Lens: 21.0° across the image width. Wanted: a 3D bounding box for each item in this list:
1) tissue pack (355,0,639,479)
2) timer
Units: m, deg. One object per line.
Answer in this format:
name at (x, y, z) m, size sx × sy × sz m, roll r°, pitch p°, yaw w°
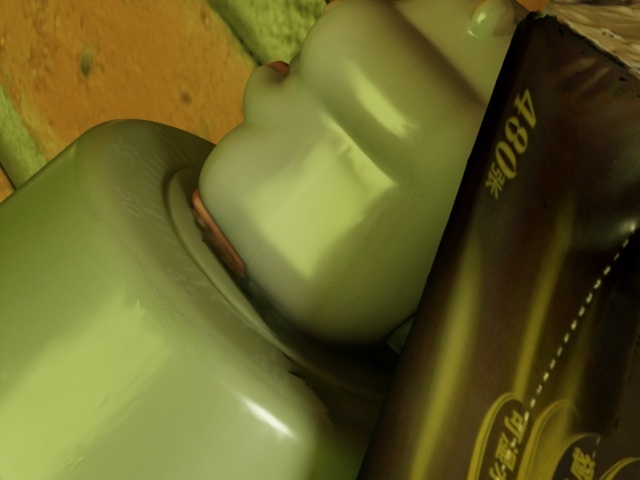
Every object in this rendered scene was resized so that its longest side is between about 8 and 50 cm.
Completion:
tissue pack at (0.146, 0.107, 0.701) m, size 0.210 × 0.198 × 0.370 m, roll 40°, pitch 124°, yaw 39°
timer at (0.000, 0.000, 0.870) m, size 0.315 × 0.290 × 0.291 m, roll -49°, pitch 53°, yaw 18°
